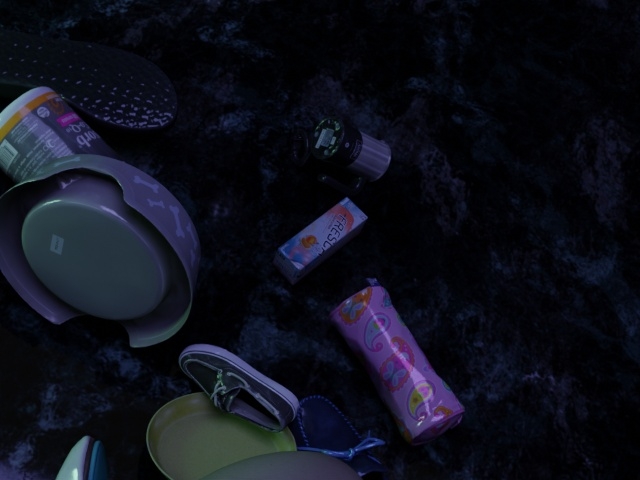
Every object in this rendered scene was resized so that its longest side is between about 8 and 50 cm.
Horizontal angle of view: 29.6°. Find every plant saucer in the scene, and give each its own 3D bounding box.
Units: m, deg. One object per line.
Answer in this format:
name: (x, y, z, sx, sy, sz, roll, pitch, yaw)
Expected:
plant saucer: (-0.158, 0.333, 1.922, 0.240, 0.037, 0.241, 10, 33, -6)

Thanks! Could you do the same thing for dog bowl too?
dog bowl: (-0.350, 0.012, 1.937, 0.348, 0.349, 0.102, 25, 43, 1)

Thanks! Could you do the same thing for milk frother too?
milk frother: (0.031, -0.167, 2.277, 0.134, 0.129, 0.143, 23, 17, -41)

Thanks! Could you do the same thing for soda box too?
soda box: (0.000, 0.000, 2.185, 0.058, 0.063, 0.183, 45, 60, 12)

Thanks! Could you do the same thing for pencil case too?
pencil case: (0.130, 0.208, 2.067, 0.124, 0.124, 0.284, -22, 67, -25)

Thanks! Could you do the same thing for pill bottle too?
pill bottle: (-0.429, -0.116, 2.075, 0.278, 0.162, 0.162, 45, 59, 2)

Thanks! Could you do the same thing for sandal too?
sandal: (-0.460, -0.283, 2.221, 0.445, 0.107, 0.168, 17, 58, 11)

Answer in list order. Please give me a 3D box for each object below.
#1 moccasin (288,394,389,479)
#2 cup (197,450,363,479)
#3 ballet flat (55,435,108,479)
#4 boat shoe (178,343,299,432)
moccasin: (0.070, 0.385, 1.948, 0.137, 0.117, 0.342, -27, 70, -26)
cup: (-0.042, 0.426, 1.698, 0.331, 0.331, 0.237, 37, 32, 8)
ballet flat: (-0.370, 0.484, 1.783, 0.139, 0.139, 0.400, -2, 62, -16)
boat shoe: (-0.142, 0.239, 1.965, 0.219, 0.078, 0.070, 25, 33, 14)
